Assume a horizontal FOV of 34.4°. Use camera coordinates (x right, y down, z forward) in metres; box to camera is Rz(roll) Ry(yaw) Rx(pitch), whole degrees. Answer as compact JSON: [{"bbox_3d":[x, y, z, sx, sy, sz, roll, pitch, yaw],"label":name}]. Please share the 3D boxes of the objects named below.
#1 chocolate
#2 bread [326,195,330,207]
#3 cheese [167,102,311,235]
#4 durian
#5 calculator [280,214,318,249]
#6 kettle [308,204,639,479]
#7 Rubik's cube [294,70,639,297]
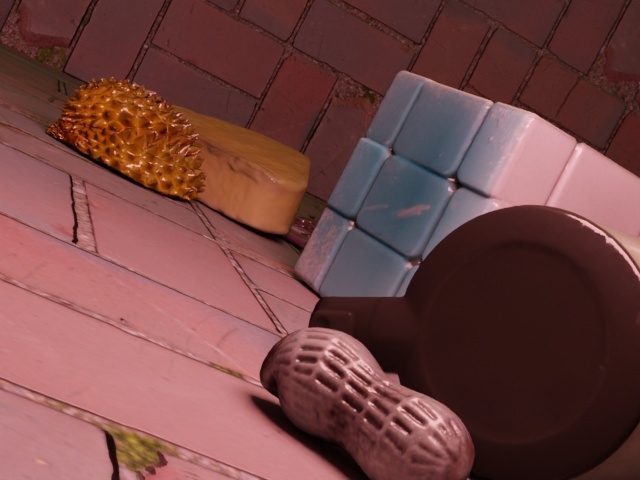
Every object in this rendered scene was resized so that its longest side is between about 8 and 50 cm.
[{"bbox_3d":[0.028,0.111,0.677,0.167,0.072,0.072,32,7,36],"label":"chocolate"},{"bbox_3d":[0.187,-0.023,2.285,0.370,0.191,0.314,16,8,14],"label":"bread"},{"bbox_3d":[-0.139,-0.131,1.819,0.384,0.104,0.384,22,12,-5],"label":"cheese"},{"bbox_3d":[-0.266,-0.157,1.564,0.250,0.138,0.183,31,-4,-26],"label":"durian"},{"bbox_3d":[-0.001,0.001,1.869,0.194,0.043,0.294,32,10,34],"label":"calculator"},{"bbox_3d":[0.204,0.102,0.970,0.361,0.250,0.377,6,-6,34],"label":"kettle"},{"bbox_3d":[0.213,0.008,1.320,0.319,0.316,0.322,24,7,-31],"label":"Rubik's cube"}]
